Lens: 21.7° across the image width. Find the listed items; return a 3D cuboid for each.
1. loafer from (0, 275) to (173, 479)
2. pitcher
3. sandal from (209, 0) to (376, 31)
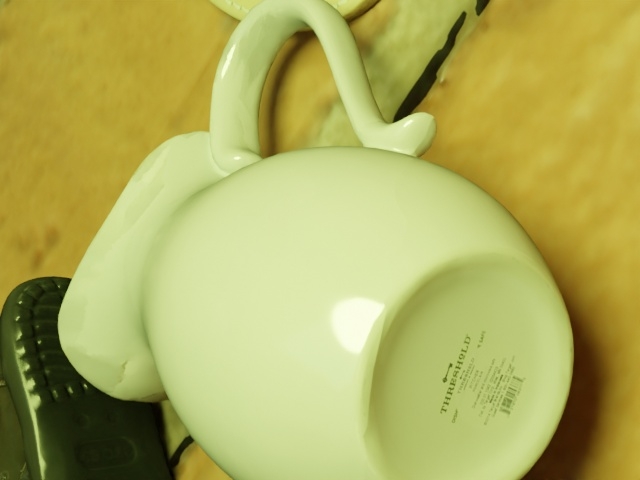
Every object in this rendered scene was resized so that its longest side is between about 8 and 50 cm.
[{"bbox_3d":[-0.102,0.127,0.716,0.078,0.080,0.220,-41,53,46],"label":"loafer"},{"bbox_3d":[0.000,0.000,0.593,0.207,0.125,0.178,19,93,57],"label":"pitcher"},{"bbox_3d":[-0.071,-0.159,0.702,0.240,0.079,0.088,41,115,40],"label":"sandal"}]
